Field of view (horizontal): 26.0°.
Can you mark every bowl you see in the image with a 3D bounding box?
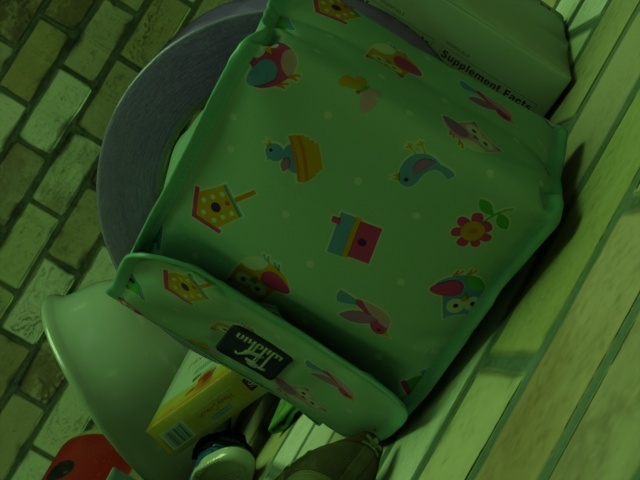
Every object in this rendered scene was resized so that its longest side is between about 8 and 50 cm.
[{"bbox_3d":[-0.191,0.152,1.659,0.134,0.298,0.298,-34,8,4],"label":"bowl"}]

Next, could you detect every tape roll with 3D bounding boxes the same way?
[{"bbox_3d":[-0.020,-0.040,1.015,0.275,0.275,0.090,-57,7,19],"label":"tape roll"}]

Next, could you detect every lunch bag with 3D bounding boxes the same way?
[{"bbox_3d":[0.000,0.000,0.899,0.262,0.223,0.160,-56,7,30],"label":"lunch bag"}]

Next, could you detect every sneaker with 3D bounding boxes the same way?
[{"bbox_3d":[-0.012,0.185,0.943,0.071,0.066,0.188,-43,1,-36],"label":"sneaker"},{"bbox_3d":[-0.096,0.218,1.389,0.152,0.058,0.084,118,170,-53],"label":"sneaker"}]

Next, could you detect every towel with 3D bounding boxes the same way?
[{"bbox_3d":[0.000,0.109,1.348,0.113,0.023,0.152,-54,10,55],"label":"towel"}]

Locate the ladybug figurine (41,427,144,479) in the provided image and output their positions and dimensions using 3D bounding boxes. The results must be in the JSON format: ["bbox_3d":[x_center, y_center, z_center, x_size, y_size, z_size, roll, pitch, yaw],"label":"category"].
[{"bbox_3d":[-0.342,0.419,1.896,0.305,0.162,0.449,-54,8,36],"label":"ladybug figurine"}]

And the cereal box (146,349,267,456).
[{"bbox_3d":[-0.083,0.112,1.487,0.173,0.047,0.240,-37,14,24],"label":"cereal box"}]

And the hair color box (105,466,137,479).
[{"bbox_3d":[-0.270,0.442,1.449,0.185,0.114,0.374,-54,9,40],"label":"hair color box"}]

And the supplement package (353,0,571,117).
[{"bbox_3d":[0.049,-0.107,1.144,0.262,0.198,0.199,-56,6,23],"label":"supplement package"}]
